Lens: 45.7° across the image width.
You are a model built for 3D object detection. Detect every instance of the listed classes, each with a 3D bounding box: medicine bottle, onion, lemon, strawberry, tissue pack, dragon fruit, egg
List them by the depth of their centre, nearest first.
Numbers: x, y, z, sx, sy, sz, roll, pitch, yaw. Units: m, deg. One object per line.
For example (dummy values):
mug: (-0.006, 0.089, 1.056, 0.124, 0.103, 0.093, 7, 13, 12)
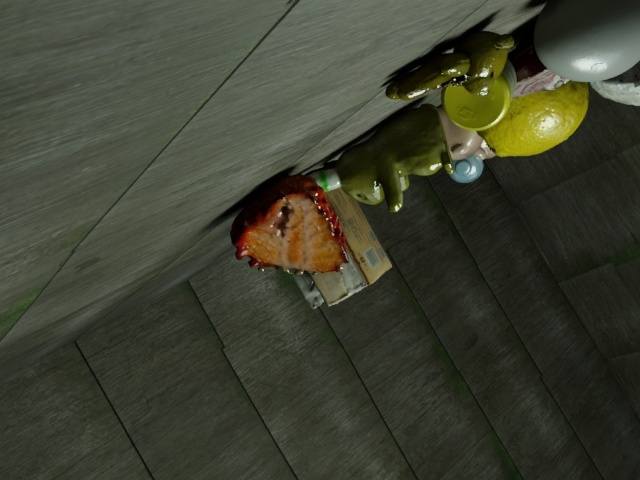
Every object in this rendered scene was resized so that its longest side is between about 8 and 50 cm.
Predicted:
egg: (0.458, -0.356, 1.278, 0.232, 0.176, 0.176, -21, 175, -25)
medicine bottle: (0.299, -0.293, 1.396, 0.122, 0.122, 0.212, -31, -166, 32)
onion: (0.478, -0.391, 1.521, 0.280, 0.146, 0.314, -19, 179, -43)
strawberry: (-0.076, -0.050, 1.633, 0.253, 0.280, 0.150, -5, -129, 18)
dragon fruit: (0.752, -0.434, 1.791, 0.221, 0.283, 0.204, -12, 156, 35)
lemon: (0.504, -0.331, 1.844, 0.245, 0.245, 0.320, -30, 178, -43)
tissue pack: (0.000, 0.000, 1.898, 0.238, 0.305, 0.238, -28, -179, 0)

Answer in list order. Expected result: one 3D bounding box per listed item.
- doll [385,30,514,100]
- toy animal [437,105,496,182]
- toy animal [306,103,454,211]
doll: (0.208, -0.258, 1.199, 0.209, 0.097, 0.137, -25, -176, -7)
toy animal: (0.384, -0.302, 2.092, 0.210, 0.229, 0.221, 0, 153, 32)
toy animal: (0.130, -0.152, 1.700, 0.363, 0.180, 0.181, -29, -175, 18)
